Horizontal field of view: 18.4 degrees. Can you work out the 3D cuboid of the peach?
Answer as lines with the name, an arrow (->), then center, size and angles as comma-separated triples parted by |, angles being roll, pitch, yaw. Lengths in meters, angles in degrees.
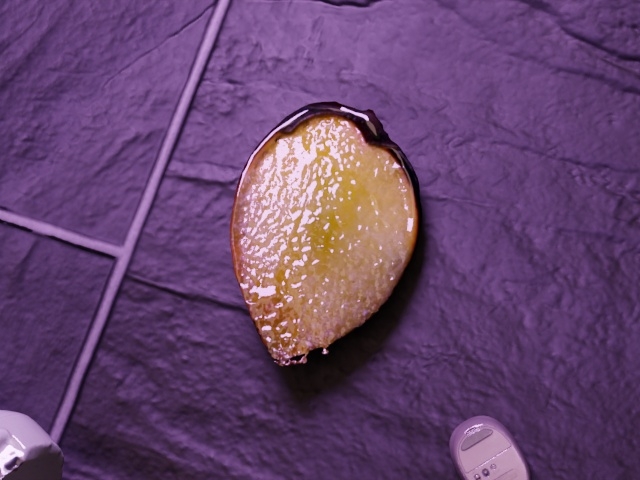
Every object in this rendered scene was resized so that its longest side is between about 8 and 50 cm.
peach -> 0.000, 0.000, 1.986 | 0.189, 0.068, 0.279 | 17, 76, 5

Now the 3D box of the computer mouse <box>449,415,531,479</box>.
computer mouse -> 0.164, 0.216, 1.915 | 0.066, 0.039, 0.096 | -31, 80, 0

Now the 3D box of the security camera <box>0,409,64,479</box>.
security camera -> -0.391, 0.202, 1.932 | 0.236, 0.194, 0.194 | 39, 84, 21
